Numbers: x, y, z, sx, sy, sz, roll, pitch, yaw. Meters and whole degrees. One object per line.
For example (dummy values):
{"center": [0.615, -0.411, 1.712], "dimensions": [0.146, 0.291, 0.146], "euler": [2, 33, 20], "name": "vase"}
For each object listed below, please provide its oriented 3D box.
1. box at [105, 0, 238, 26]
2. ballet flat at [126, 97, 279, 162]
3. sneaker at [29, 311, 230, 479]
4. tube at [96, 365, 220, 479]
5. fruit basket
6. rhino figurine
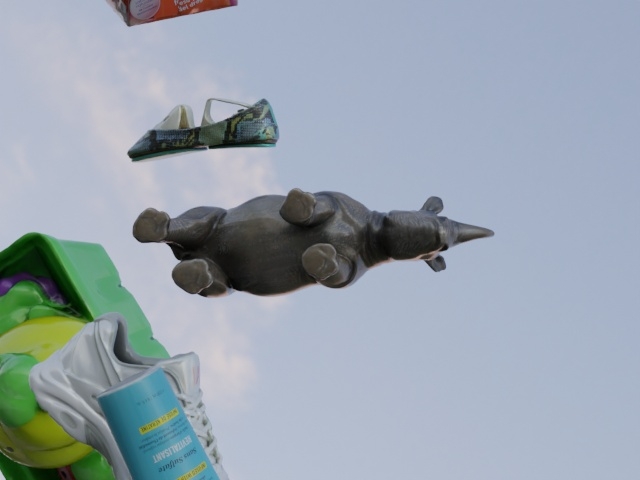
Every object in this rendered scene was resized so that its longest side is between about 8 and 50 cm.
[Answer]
{"center": [-0.187, -0.333, 1.472], "dimensions": [0.257, 0.122, 0.128], "euler": [49, -35, 43], "name": "box"}
{"center": [-0.134, -0.127, 1.666], "dimensions": [0.188, 0.070, 0.070], "euler": [-5, -50, 20], "name": "ballet flat"}
{"center": [-0.123, 0.150, 1.185], "dimensions": [0.232, 0.090, 0.115], "euler": [43, -82, 6], "name": "sneaker"}
{"center": [-0.098, 0.195, 1.085], "dimensions": [0.207, 0.080, 0.052], "euler": [64, -26, -4], "name": "tube"}
{"center": [-0.324, 0.188, 1.767], "dimensions": [0.283, 0.392, 0.392], "euler": [-32, -70, 25], "name": "fruit basket"}
{"center": [0.000, 0.000, 1.033], "dimensions": [0.243, 0.073, 0.106], "euler": [-5, -6, 11], "name": "rhino figurine"}
